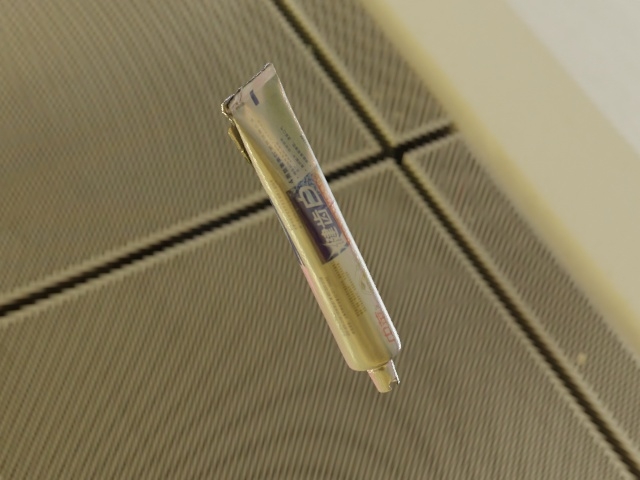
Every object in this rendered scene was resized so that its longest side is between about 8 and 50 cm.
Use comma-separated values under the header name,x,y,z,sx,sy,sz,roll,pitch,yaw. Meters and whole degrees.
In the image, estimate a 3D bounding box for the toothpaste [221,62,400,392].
name,x,y,z,sx,sy,sz,roll,pitch,yaw
toothpaste,0.000,0.000,0.723,0.028,0.170,0.045,-7,-153,39
